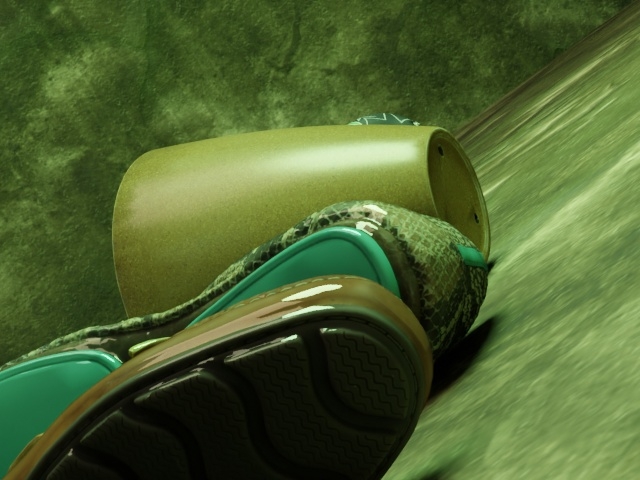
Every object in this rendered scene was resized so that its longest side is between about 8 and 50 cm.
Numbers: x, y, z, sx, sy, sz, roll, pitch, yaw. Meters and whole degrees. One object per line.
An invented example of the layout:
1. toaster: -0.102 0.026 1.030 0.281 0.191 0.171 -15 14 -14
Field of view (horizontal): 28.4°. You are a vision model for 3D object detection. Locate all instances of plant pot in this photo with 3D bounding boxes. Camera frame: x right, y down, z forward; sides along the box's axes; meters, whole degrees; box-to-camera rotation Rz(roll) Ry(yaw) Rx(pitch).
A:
1. plant pot: 0.000 0.000 1.042 0.254 0.237 0.237 -18 11 27

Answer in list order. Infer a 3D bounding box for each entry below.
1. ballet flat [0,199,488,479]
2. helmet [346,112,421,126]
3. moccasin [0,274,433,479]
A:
1. ballet flat: -0.084 0.115 0.910 0.482 0.164 0.182 -28 -15 27
2. helmet: 0.073 -0.062 1.431 0.169 0.161 0.169 -36 3 2
3. moccasin: -0.088 0.134 0.697 0.380 0.139 0.147 -44 7 31
